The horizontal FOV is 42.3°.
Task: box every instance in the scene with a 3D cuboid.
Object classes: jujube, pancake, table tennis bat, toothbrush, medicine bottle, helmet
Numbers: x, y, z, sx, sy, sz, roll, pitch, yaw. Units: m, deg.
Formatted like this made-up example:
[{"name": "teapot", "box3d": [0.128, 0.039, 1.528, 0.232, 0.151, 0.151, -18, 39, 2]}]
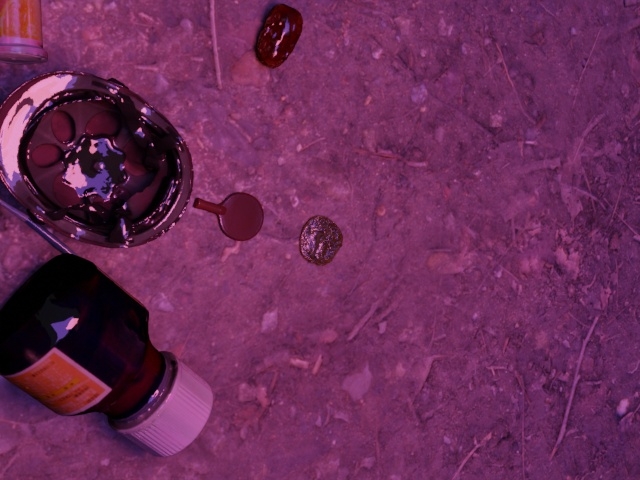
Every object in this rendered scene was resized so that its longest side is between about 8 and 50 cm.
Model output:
[{"name": "jujube", "box3d": [-0.082, -0.408, 1.658, 0.077, 0.077, 0.129, 21, 89, -28]}, {"name": "pancake", "box3d": [0.000, 0.001, 1.758, 0.108, 0.017, 0.108, -2, 94, -25]}, {"name": "table tennis bat", "box3d": [-0.181, -0.055, 1.655, 0.155, 0.019, 0.098, 17, 85, -31]}, {"name": "toothbrush", "box3d": [-0.505, -0.027, 1.476, 0.276, 0.019, 0.025, 44, 65, -23]}, {"name": "medicine bottle", "box3d": [-0.368, 0.222, 1.443, 0.242, 0.243, 0.395, -50, 119, -17]}, {"name": "helmet", "box3d": [-0.390, -0.138, 1.433, 0.338, 0.197, 0.270, 28, 87, -19]}, {"name": "medicine bottle", "box3d": [-0.523, -0.518, 1.389, 0.108, 0.108, 0.425, -3, 94, -29]}]
